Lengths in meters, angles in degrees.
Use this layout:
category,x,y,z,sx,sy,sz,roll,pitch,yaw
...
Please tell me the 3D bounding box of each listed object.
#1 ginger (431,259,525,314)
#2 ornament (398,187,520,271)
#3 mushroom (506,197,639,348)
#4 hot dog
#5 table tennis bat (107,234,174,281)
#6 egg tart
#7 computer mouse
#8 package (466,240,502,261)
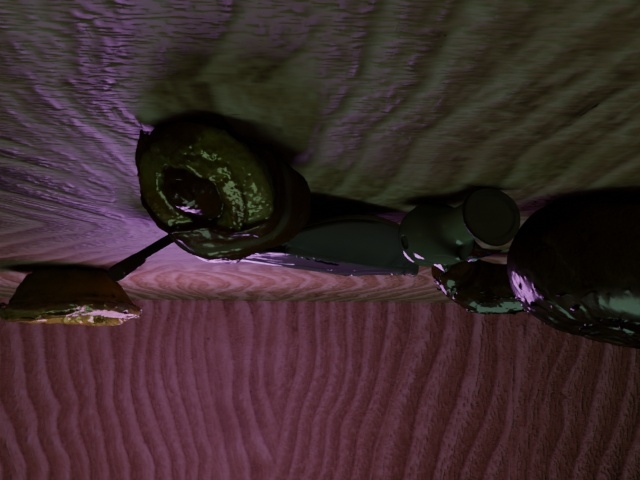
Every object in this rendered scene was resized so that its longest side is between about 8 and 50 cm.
category,x,y,z,sx,sy,sz,roll,pitch,yaw
ginger,0.343,0.069,1.631,0.309,0.107,0.133,0,150,16
ornament,0.139,-0.009,1.041,0.075,0.081,0.156,-1,170,-27
mushroom,0.352,0.041,1.086,0.278,0.163,0.297,2,172,-11
hot dog,-0.078,-0.029,0.800,0.123,0.093,0.261,-2,173,16
table tennis bat,-0.249,-0.026,1.238,0.107,0.119,0.170,-29,-173,20
egg tart,-0.532,0.120,2.065,0.315,0.120,0.315,-1,173,0
computer mouse,0.000,0.000,1.146,0.158,0.071,0.310,-3,173,38
package,0.202,0.009,1.408,0.111,0.033,0.077,12,-155,34
